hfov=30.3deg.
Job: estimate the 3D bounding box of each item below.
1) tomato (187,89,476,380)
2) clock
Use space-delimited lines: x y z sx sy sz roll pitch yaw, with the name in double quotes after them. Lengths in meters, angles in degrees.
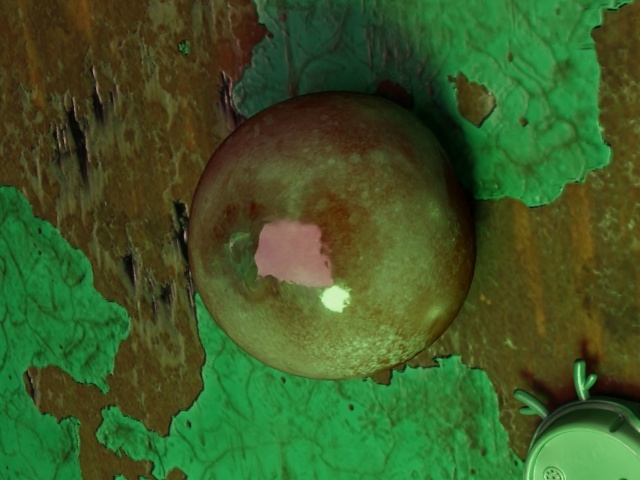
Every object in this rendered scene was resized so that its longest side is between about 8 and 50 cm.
0.000 0.000 1.081 0.270 0.227 0.270 9 106 34 "tomato"
0.253 0.214 1.065 0.159 0.066 0.211 -37 80 36 "clock"
